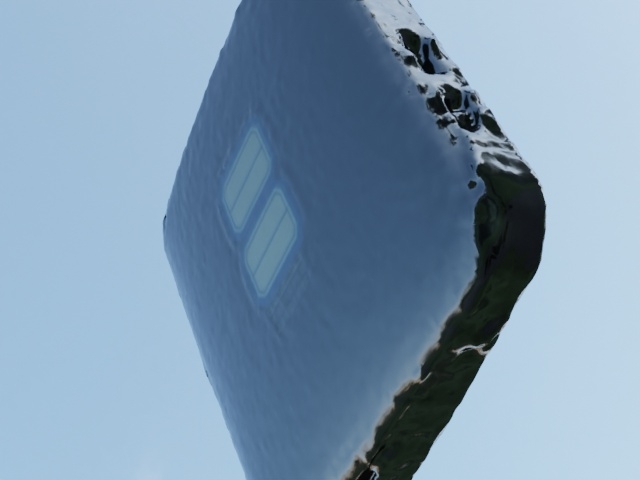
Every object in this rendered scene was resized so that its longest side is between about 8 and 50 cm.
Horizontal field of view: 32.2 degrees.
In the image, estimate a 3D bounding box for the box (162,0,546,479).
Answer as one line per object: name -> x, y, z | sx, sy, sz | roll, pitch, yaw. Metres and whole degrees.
box -> 0.000, 0.000, 0.794 | 0.091, 0.350, 0.359 | -1, -45, -29
